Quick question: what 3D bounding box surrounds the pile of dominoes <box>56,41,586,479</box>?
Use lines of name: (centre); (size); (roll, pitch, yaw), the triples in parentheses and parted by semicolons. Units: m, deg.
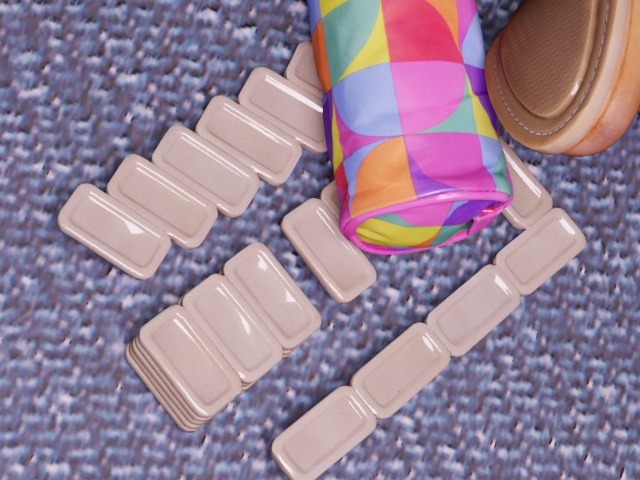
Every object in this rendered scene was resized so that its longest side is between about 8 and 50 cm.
pile of dominoes: (0.000, 0.000, 0.926); (0.251, 0.040, 0.196); (-37, 86, -27)

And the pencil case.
pencil case: (0.045, -0.113, 0.906); (0.104, 0.104, 0.236); (-1, 74, -15)

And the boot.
boot: (0.202, -0.083, 0.901); (0.220, 0.283, 0.109); (36, 115, -14)
